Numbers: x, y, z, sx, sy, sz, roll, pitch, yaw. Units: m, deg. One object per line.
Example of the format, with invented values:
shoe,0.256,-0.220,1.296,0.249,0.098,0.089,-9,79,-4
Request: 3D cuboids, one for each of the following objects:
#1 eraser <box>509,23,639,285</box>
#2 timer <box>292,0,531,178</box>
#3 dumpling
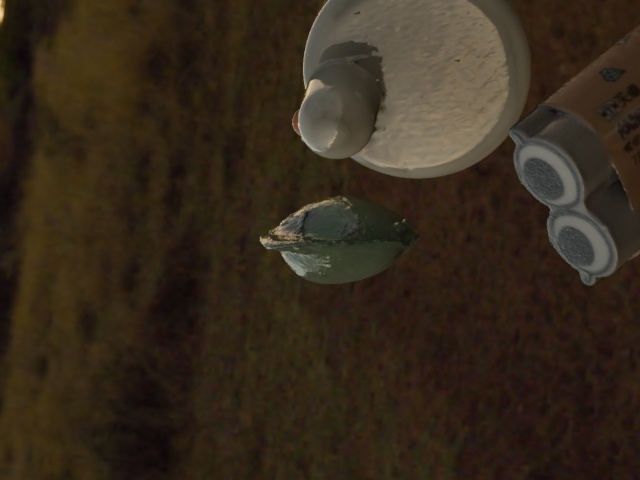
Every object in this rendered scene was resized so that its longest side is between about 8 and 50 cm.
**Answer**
eraser,0.316,-0.108,1.152,0.087,0.290,0.171,-4,120,59
timer,0.093,-0.168,1.240,0.240,0.233,0.233,-75,2,-61
dumpling,0.006,-0.008,1.498,0.216,0.149,0.105,1,66,38
